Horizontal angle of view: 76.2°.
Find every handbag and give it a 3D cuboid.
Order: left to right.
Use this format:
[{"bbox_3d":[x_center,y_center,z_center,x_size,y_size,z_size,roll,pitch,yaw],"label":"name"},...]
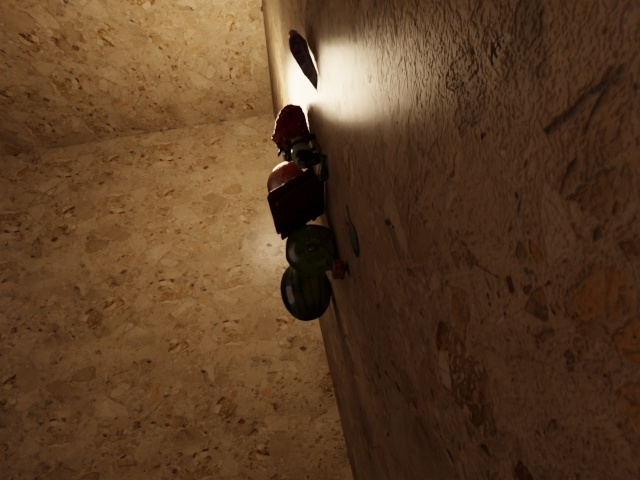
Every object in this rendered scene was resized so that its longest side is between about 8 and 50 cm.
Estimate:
[{"bbox_3d":[-0.097,-0.154,1.768,0.084,0.260,0.275,42,157,28],"label":"handbag"}]

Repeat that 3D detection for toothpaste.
[{"bbox_3d":[-0.058,-0.663,1.483,0.075,0.048,0.301,-50,53,46],"label":"toothpaste"}]

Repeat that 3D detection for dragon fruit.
[{"bbox_3d":[0.076,0.116,1.569,0.056,0.060,0.083,-111,22,-50],"label":"dragon fruit"}]

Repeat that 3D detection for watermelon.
[{"bbox_3d":[-0.084,0.264,2.265,0.279,0.279,0.359,102,161,-74],"label":"watermelon"}]

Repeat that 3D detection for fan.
[{"bbox_3d":[0.102,-0.032,1.331,0.113,0.005,0.175,136,123,-83],"label":"fan"}]

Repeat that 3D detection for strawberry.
[{"bbox_3d":[-0.122,-0.507,1.877,0.106,0.188,0.286,-8,75,45],"label":"strawberry"}]

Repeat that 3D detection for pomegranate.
[{"bbox_3d":[-0.036,0.039,1.818,0.302,0.236,0.236,-32,-69,-84],"label":"pomegranate"}]

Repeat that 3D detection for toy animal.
[{"bbox_3d":[-0.070,-0.382,1.732,0.094,0.121,0.225,85,172,-47],"label":"toy animal"}]

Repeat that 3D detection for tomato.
[{"bbox_3d":[-0.156,-0.261,2.096,0.270,0.227,0.270,51,170,12],"label":"tomato"}]

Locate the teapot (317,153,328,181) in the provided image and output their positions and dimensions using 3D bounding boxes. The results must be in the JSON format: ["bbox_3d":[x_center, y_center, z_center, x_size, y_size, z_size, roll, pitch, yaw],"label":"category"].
[{"bbox_3d":[0.010,-0.283,1.574,0.111,0.043,0.043,92,166,-46],"label":"teapot"}]

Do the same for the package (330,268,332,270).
[{"bbox_3d":[0.035,0.082,2.015,0.108,0.031,0.121,91,161,-64],"label":"package"}]
